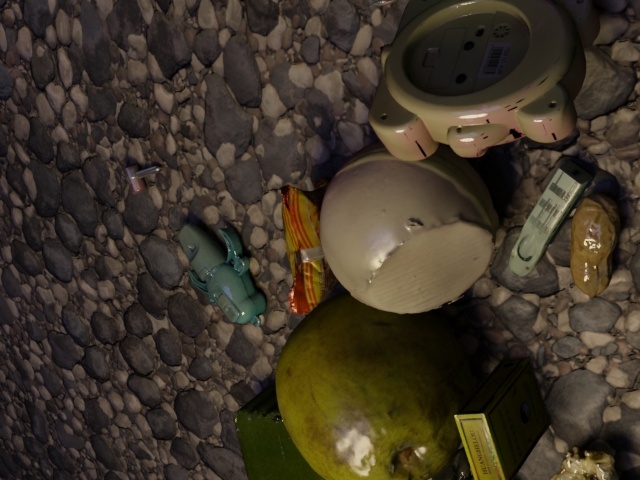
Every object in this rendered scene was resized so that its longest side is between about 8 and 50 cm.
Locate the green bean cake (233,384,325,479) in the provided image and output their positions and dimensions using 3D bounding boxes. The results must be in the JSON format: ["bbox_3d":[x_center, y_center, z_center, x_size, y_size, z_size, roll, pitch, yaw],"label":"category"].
[{"bbox_3d":[-0.044,0.452,2.006,0.246,0.156,0.250,0,110,37],"label":"green bean cake"}]

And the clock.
[{"bbox_3d":[0.242,-0.254,1.383,0.309,0.284,0.114,5,152,32],"label":"clock"}]

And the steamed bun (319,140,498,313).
[{"bbox_3d":[0.132,-0.051,1.563,0.309,0.309,0.310,17,120,32],"label":"steamed bun"}]

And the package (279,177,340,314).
[{"bbox_3d":[-0.002,-0.007,1.693,0.108,0.288,0.224,-11,97,14],"label":"package"}]

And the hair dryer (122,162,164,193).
[{"bbox_3d":[-0.390,-0.147,2.088,0.114,0.037,0.063,-13,104,34],"label":"hair dryer"}]

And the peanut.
[{"bbox_3d":[0.433,0.010,1.470,0.080,0.080,0.175,15,121,33],"label":"peanut"}]

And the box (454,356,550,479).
[{"bbox_3d":[0.318,0.311,1.608,0.064,0.220,0.141,-13,101,34],"label":"box"}]

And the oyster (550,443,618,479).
[{"bbox_3d":[0.498,0.505,1.652,0.201,0.107,0.355,42,146,42],"label":"oyster"}]

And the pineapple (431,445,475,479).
[{"bbox_3d":[0.290,0.467,1.723,0.111,0.119,0.237,-40,118,16],"label":"pineapple"}]

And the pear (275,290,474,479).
[{"bbox_3d":[0.094,0.255,1.659,0.413,0.351,0.352,-115,30,-53],"label":"pear"}]

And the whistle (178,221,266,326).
[{"bbox_3d":[-0.215,0.078,2.016,0.274,0.093,0.186,52,133,11],"label":"whistle"}]

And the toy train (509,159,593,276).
[{"bbox_3d":[0.365,-0.023,1.530,0.052,0.051,0.234,42,130,21],"label":"toy train"}]

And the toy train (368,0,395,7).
[{"bbox_3d":[0.117,-0.524,1.416,0.248,0.173,0.307,-4,107,33],"label":"toy train"}]
